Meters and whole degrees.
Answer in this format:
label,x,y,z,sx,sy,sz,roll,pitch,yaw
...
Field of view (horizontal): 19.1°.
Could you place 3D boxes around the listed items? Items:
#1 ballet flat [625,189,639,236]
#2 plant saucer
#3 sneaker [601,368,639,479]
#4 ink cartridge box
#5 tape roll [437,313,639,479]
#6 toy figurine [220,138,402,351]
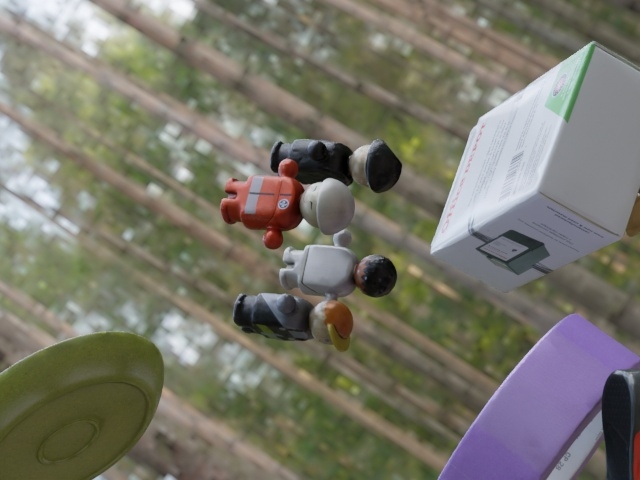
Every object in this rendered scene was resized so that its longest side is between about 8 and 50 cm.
label,x,y,z,sx,sy,sz,roll,pitch,yaw
ballet flat,0.471,-0.058,2.333,0.232,0.080,0.073,-13,-79,-4
plant saucer,-0.250,0.182,1.831,0.241,0.037,0.241,-25,-32,-17
sneaker,0.351,0.258,1.866,0.145,0.090,0.270,1,-87,-21
ink cartridge box,0.268,-0.080,2.257,0.289,0.121,0.211,-33,33,64
tape roll,0.225,0.212,1.995,0.275,0.090,0.275,-47,-17,-19
toy figurine,0.000,0.000,2.076,0.213,0.148,0.209,-41,-49,-61
